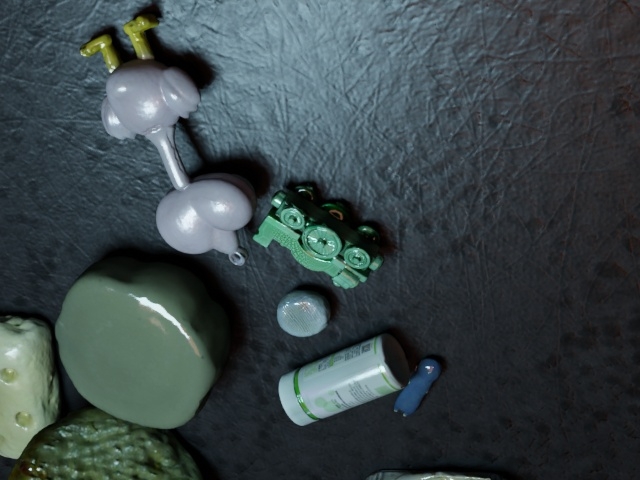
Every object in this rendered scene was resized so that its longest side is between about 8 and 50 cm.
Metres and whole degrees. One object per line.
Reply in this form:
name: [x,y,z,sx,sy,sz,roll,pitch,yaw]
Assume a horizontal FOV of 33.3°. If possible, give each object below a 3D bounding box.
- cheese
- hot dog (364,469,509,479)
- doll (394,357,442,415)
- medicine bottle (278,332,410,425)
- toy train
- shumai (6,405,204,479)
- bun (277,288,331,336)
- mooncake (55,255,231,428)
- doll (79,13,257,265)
cheese: [-0.507,0.240,1.737,0.159,0.093,0.263,6,121,12]
hot dog: [0.185,0.424,1.682,0.268,0.075,0.144,-8,115,15]
doll: [0.145,0.221,1.603,0.037,0.027,0.125,27,125,-2]
medicine bottle: [0.035,0.207,1.585,0.183,0.086,0.086,-25,111,26]
toy train: [0.000,0.000,1.484,0.178,0.071,0.104,33,130,-5]
shumai: [-0.391,0.485,1.725,0.324,0.397,0.323,32,143,-14]
bun: [-0.024,0.104,1.564,0.083,0.045,0.083,8,123,12]
mooncake: [-0.263,0.147,1.599,0.275,0.135,0.275,7,119,13]
doll: [-0.196,-0.118,1.447,0.160,0.094,0.365,-18,112,28]
